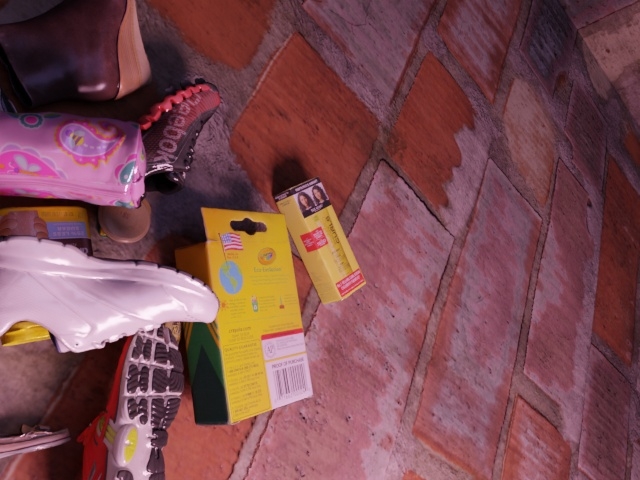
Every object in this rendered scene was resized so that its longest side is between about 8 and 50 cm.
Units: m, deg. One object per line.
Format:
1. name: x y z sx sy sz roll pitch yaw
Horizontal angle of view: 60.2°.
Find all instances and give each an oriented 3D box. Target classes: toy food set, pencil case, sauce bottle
1. toy food set: -0.300 -0.036 0.841 0.083 0.020 0.083 16 69 -37
2. pencil case: -0.364 -0.102 0.681 0.284 0.124 0.124 2 76 -19
3. sauce bottle: -0.232 0.146 0.837 0.042 0.042 0.128 28 63 -32

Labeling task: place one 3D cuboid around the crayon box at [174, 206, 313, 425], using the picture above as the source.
1. crayon box: -0.121 0.113 0.888 0.202 0.081 0.318 3 76 -54

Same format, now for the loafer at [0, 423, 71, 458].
1. loafer: -0.378 0.247 0.684 0.125 0.045 0.039 -3 74 -39

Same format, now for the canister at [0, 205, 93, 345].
1. canister: -0.362 0.044 0.732 0.126 0.073 0.169 -5 80 -42

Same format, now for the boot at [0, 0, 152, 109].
1. boot: -0.374 -0.323 0.808 0.207 0.090 0.248 -26 99 -44

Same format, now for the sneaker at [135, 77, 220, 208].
1. sneaker: -0.239 -0.149 0.863 0.135 0.098 0.276 46 54 -6

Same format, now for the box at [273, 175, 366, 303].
1. box: 0.000 0.000 1.065 0.087 0.058 0.232 -28 97 -42

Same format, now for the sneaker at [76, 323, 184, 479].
1. sneaker: -0.267 0.239 0.732 0.107 0.118 0.279 44 43 -49

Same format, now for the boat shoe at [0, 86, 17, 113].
1. boat shoe: -0.439 -0.178 0.749 0.046 0.038 0.125 -27 91 0

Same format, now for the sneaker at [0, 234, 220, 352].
1. sneaker: -0.271 0.080 0.697 0.297 0.111 0.129 14 78 -32
